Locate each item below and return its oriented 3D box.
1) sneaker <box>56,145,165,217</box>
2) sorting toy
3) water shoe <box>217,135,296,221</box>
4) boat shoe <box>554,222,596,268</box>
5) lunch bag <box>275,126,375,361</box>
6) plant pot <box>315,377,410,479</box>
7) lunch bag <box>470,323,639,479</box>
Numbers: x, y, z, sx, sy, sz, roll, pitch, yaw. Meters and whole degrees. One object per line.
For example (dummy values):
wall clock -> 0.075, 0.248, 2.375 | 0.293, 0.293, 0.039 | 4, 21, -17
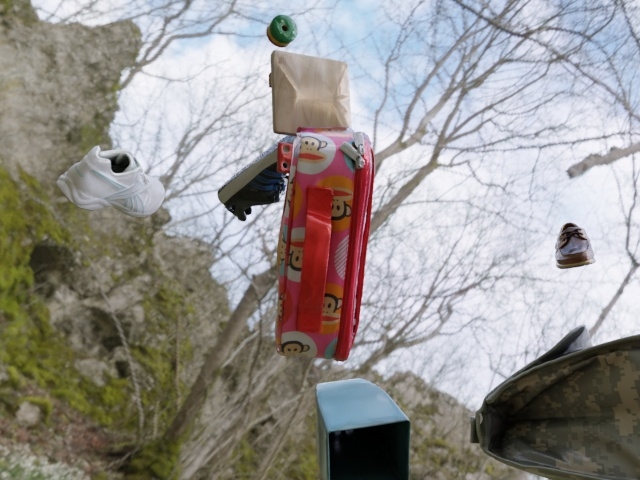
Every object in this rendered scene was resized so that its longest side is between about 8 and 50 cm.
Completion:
sneaker -> -0.204, -0.062, 0.764 | 0.061, 0.152, 0.054 | -45, -105, 15
sorting toy -> -0.020, -0.213, 1.149 | 0.046, 0.132, 0.275 | -24, -114, 62
water shoe -> -0.082, -0.107, 1.226 | 0.203, 0.073, 0.080 | -31, -74, 29
boat shoe -> 0.428, 0.008, 1.239 | 0.064, 0.178, 0.060 | -12, -83, 17
lunch bag -> 0.000, 0.000, 0.937 | 0.120, 0.258, 0.293 | 6, -78, 0
plant pot -> 0.066, 0.392, 1.501 | 0.165, 0.234, 0.166 | -6, -71, -13
lunch bag -> 0.310, 0.177, 0.741 | 0.287, 0.235, 0.169 | -9, -109, 21
